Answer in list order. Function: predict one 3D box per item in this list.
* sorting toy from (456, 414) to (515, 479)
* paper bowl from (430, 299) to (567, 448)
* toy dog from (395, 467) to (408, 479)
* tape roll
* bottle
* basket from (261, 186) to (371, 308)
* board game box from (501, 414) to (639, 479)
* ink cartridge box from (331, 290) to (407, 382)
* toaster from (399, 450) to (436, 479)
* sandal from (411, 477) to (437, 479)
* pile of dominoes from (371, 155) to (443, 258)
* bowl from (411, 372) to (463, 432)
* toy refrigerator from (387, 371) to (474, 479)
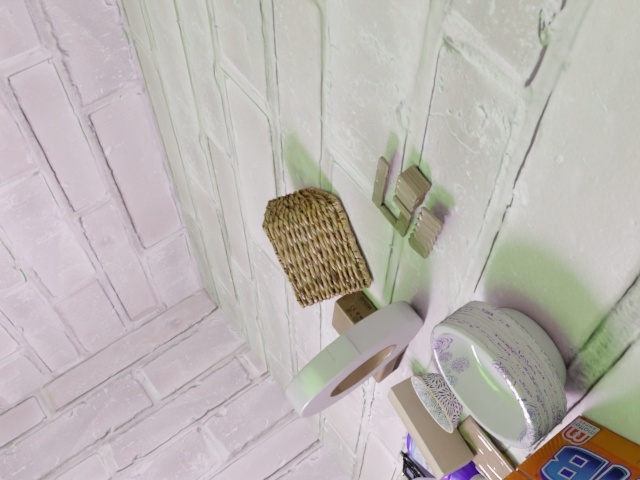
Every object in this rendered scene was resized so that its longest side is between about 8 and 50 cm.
[{"bbox_3d":[0.438,0.562,1.854,0.208,0.038,0.193,56,162,21],"label":"sorting toy"},{"bbox_3d":[0.357,0.245,1.369,0.284,0.148,0.284,48,159,25],"label":"paper bowl"},{"bbox_3d":[0.368,1.046,2.419,0.408,0.285,0.395,40,155,38],"label":"toy dog"},{"bbox_3d":[0.087,0.296,1.756,0.072,0.392,0.392,52,160,18],"label":"tape roll"},{"bbox_3d":[0.363,0.636,2.040,0.283,0.092,0.118,31,122,54],"label":"bottle"},{"bbox_3d":[0.000,0.000,1.962,0.213,0.223,0.299,-84,-28,-64],"label":"basket"},{"bbox_3d":[0.510,0.606,1.236,0.356,0.356,0.356,23,140,60],"label":"board game box"},{"bbox_3d":[0.138,0.277,2.063,0.234,0.088,0.193,50,161,20],"label":"ink cartridge box"},{"bbox_3d":[0.344,0.734,2.237,0.168,0.110,0.185,45,158,32],"label":"toaster"},{"bbox_3d":[0.397,0.729,2.087,0.265,0.076,0.101,1,108,30],"label":"sandal"},{"bbox_3d":[0.190,-0.070,1.497,0.196,0.040,0.251,52,169,15],"label":"pile of dominoes"},{"bbox_3d":[0.314,0.399,1.813,0.170,0.080,0.170,54,167,18],"label":"bowl"},{"bbox_3d":[0.299,0.513,1.955,0.269,0.102,0.094,58,163,24],"label":"toy refrigerator"}]
